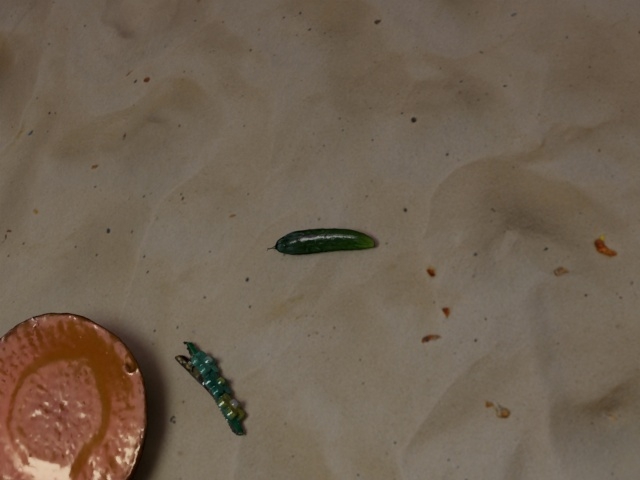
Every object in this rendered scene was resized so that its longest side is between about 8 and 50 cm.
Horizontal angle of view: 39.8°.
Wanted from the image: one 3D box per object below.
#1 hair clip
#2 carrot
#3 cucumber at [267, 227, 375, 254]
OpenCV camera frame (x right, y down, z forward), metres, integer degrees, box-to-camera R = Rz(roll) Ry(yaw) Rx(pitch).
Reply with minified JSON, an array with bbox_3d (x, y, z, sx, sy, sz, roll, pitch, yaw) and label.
[{"bbox_3d":[-0.157,0.208,1.278,0.049,0.049,0.173,-41,58,-4],"label":"hair clip"},{"bbox_3d":[-0.372,0.257,1.255,0.259,0.100,0.307,-12,62,-10],"label":"carrot"},{"bbox_3d":[0.000,0.000,1.334,0.168,0.039,0.039,-3,64,14],"label":"cucumber"}]
